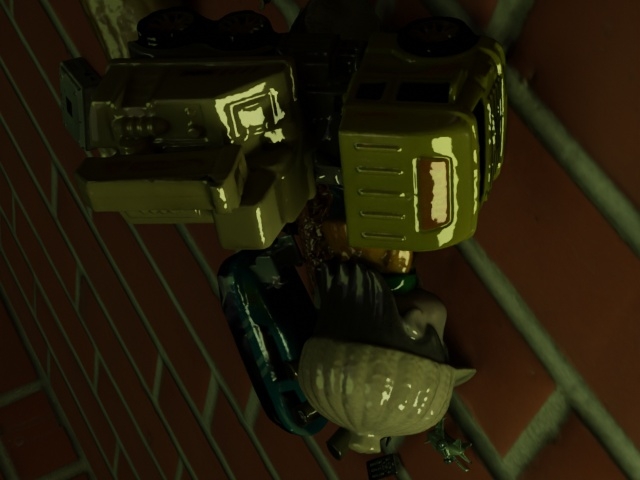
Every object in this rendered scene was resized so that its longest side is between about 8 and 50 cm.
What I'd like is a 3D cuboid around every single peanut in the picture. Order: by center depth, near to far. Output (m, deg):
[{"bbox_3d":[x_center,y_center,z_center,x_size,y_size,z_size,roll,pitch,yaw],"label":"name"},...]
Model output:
[{"bbox_3d":[-0.265,-0.311,1.634,0.291,0.143,0.159,69,163,-1],"label":"peanut"}]

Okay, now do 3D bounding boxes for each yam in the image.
[{"bbox_3d":[0.004,-0.214,1.234,0.107,0.107,0.183,69,161,2],"label":"yam"}]

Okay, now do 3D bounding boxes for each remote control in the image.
[{"bbox_3d":[0.089,0.317,1.526,0.091,0.016,0.034,140,124,-61],"label":"remote control"}]

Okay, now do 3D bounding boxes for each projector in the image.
[{"bbox_3d":[-0.464,-0.265,2.125,0.115,0.061,0.147,48,145,39],"label":"projector"}]

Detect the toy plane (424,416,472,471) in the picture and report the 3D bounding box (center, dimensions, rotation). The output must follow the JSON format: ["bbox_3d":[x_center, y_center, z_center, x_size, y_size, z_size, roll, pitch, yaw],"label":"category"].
[{"bbox_3d":[0.154,0.251,1.344,0.083,0.033,0.080,10,131,60],"label":"toy plane"}]

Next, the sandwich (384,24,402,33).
[{"bbox_3d":[0.098,-0.192,1.165,0.101,0.026,0.069,66,154,12],"label":"sandwich"}]

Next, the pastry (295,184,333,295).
[{"bbox_3d":[0.001,0.000,1.431,0.087,0.063,0.169,7,114,63],"label":"pastry"}]

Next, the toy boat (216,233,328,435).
[{"bbox_3d":[-0.033,0.139,1.506,0.092,0.134,0.298,-4,118,38],"label":"toy boat"}]

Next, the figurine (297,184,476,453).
[{"bbox_3d":[0.052,0.062,1.220,0.185,0.205,0.332,-7,100,65],"label":"figurine"}]

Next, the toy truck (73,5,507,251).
[{"bbox_3d":[-0.031,-0.099,1.058,0.405,0.254,0.180,4,130,13],"label":"toy truck"}]

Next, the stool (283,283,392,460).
[{"bbox_3d":[0.030,0.165,1.395,0.228,0.139,0.153,61,154,8],"label":"stool"}]

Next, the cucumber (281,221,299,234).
[{"bbox_3d":[-0.064,-0.120,1.468,0.067,0.067,0.245,28,131,53],"label":"cucumber"}]

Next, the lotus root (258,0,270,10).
[{"bbox_3d":[-0.059,-0.342,1.322,0.072,0.063,0.152,46,141,23],"label":"lotus root"}]
